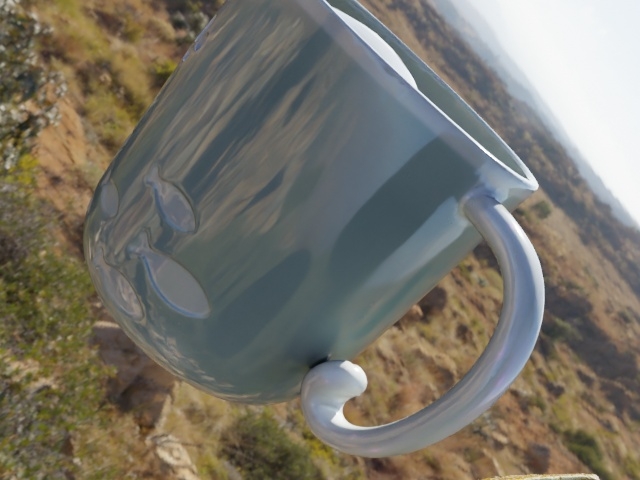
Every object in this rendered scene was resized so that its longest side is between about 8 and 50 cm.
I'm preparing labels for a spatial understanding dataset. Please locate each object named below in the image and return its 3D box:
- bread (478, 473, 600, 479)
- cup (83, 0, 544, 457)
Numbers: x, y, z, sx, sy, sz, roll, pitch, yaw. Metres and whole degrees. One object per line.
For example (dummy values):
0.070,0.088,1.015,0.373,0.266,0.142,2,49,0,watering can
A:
0.199,0.244,0.713,0.074,0.132,0.053,47,39,-73,bread
0.000,0.000,0.574,0.259,0.274,0.357,22,29,-48,cup
